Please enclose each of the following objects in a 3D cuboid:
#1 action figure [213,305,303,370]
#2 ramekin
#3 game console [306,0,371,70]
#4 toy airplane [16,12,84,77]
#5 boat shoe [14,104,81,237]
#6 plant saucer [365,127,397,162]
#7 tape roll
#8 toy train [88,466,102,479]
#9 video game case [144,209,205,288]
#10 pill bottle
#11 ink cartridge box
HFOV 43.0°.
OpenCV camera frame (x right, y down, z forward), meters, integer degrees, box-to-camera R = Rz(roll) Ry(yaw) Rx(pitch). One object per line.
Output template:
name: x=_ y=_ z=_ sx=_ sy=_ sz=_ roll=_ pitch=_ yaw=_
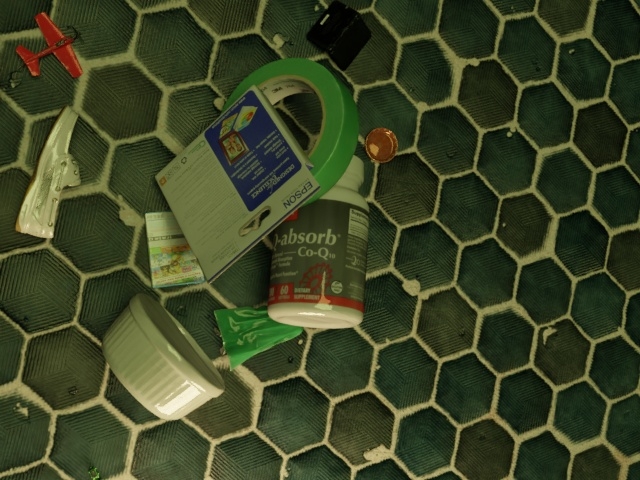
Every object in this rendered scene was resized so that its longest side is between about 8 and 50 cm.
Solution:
action figure: x=-0.120 y=0.193 z=1.833 sx=0.232 sy=0.063 sz=0.137 roll=-15 pitch=94 yaw=-25
ramekin: x=-0.329 y=0.247 z=1.664 sx=0.127 sy=0.273 sz=0.273 roll=-42 pitch=103 yaw=-2
game console: x=0.044 y=-0.483 z=1.914 sx=0.107 sy=0.071 sz=0.122 roll=33 pitch=78 yaw=14
toy airplane: x=-0.567 y=-0.399 z=1.694 sx=0.151 sy=0.028 sz=0.151 roll=0 pitch=91 yaw=-20
boat shoe: x=-0.540 y=-0.138 z=1.673 sx=0.096 sy=0.098 sz=0.277 roll=20 pitch=93 yaw=-18
plant saucer: x=0.145 y=-0.228 z=1.948 sx=0.083 sy=0.013 sz=0.084 roll=0 pitch=89 yaw=-19
tape roll: x=-0.076 y=-0.226 z=1.724 sx=0.077 sy=0.321 sz=0.321 roll=30 pitch=78 yaw=-57
toy train: x=-0.471 y=0.521 z=1.733 sx=0.017 sy=0.023 sz=0.083 roll=-28 pitch=99 yaw=-17
video game case: x=-0.320 y=0.016 z=1.788 sx=0.119 sy=0.015 sz=0.166 roll=-6 pitch=92 yaw=-20
pill bottle: x=0.000 y=0.000 z=1.781 sx=0.210 sy=0.210 sz=0.363 roll=9 pitch=75 yaw=-19
ink cartridge box: x=-0.167 y=-0.111 z=1.658 sx=0.303 sy=0.072 sz=0.307 roll=-39 pitch=62 yaw=14
